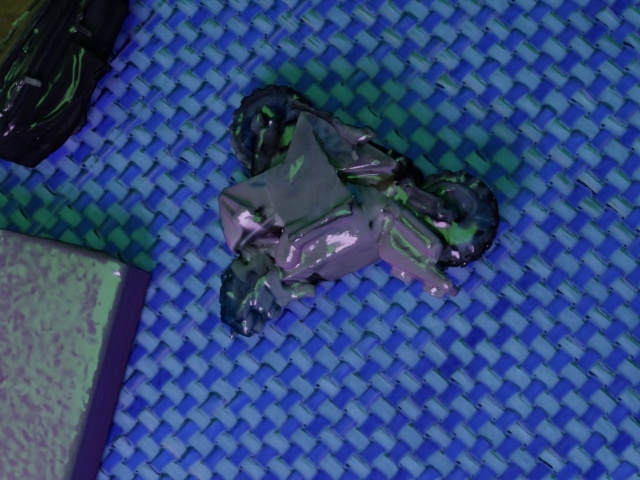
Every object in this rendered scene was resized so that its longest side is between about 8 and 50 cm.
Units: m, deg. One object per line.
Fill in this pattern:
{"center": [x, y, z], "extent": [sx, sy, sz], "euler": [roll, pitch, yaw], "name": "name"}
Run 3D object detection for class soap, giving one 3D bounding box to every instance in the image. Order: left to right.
{"center": [-0.262, 0.120, 1.159], "extent": [0.181, 0.081, 0.259], "euler": [13, 85, 11], "name": "soap"}

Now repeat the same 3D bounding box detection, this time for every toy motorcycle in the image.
{"center": [0.002, 0.002, 1.115], "extent": [0.239, 0.108, 0.204], "euler": [25, 84, 37], "name": "toy motorcycle"}

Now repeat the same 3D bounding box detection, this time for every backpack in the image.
{"center": [-0.257, -0.188, 1.178], "extent": [0.206, 0.133, 0.258], "euler": [23, 82, 21], "name": "backpack"}
